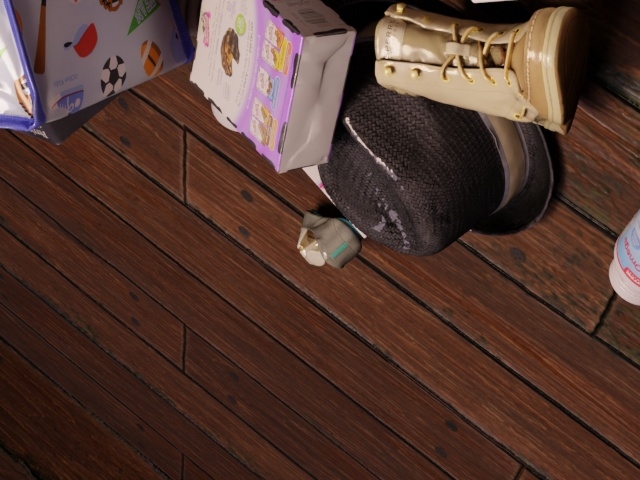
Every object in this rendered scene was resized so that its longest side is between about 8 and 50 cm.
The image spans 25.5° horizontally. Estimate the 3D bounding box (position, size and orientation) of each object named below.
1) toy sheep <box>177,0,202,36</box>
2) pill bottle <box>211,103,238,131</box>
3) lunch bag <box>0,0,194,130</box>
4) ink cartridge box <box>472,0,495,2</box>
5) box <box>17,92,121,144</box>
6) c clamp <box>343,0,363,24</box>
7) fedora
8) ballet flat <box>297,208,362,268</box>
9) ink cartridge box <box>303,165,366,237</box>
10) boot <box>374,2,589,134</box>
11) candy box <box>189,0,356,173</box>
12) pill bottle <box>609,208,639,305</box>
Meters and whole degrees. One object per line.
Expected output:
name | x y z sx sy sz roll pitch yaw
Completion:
toy sheep | -0.159 -0.293 1.747 0.132 0.091 0.091 14 143 17
pill bottle | -0.082 -0.214 1.722 0.108 0.108 0.193 40 152 9
lunch bag | -0.345 -0.335 1.553 0.239 0.328 0.385 -4 108 26
ink cartridge box | 0.206 -0.304 1.203 0.237 0.100 0.172 7 135 51
box | -0.460 -0.322 2.024 0.296 0.183 0.294 18 144 42
c clamp | -0.020 -0.307 1.608 0.160 0.022 0.137 53 145 -15
fedora | 0.095 -0.100 1.574 0.334 0.152 0.334 31 150 20
ballet flat | 0.000 0.000 1.876 0.072 0.068 0.213 45 174 -11
ink cartridge box | 0.015 -0.094 1.759 0.181 0.061 0.104 49 -176 -6
boot | 0.147 -0.175 1.331 0.203 0.095 0.262 16 179 11
candy box | -0.056 -0.196 1.508 0.196 0.070 0.165 47 138 38
pill bottle | 0.353 0.004 1.442 0.087 0.087 0.160 39 152 11
